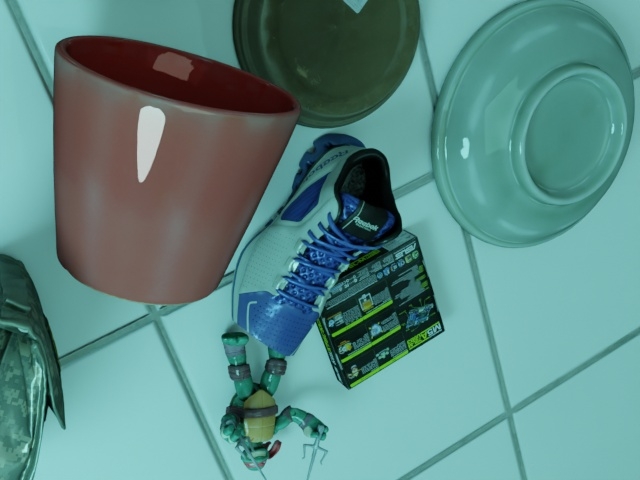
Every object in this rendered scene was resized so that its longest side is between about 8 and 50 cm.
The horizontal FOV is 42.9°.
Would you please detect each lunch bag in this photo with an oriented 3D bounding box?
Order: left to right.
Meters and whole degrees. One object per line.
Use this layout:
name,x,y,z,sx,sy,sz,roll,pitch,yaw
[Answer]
lunch bag,-0.379,0.173,0.909,0.169,0.235,0.287,21,97,-26

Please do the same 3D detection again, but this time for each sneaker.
sneaker,0.001,-0.001,1.060,0.127,0.182,0.315,27,85,-22

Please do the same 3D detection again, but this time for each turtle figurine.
turtle figurine,-0.085,0.246,1.160,0.175,0.118,0.234,-4,92,-45

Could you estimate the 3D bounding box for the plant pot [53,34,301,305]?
plant pot,-0.181,-0.076,0.929,0.275,0.275,0.243,5,113,-29

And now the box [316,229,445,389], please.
box,0.086,0.106,1.244,0.191,0.045,0.184,-29,120,-17

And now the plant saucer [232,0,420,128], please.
plant saucer,0.020,-0.283,1.078,0.278,0.041,0.277,-9,110,-24

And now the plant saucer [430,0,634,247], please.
plant saucer,0.361,-0.168,1.261,0.401,0.100,0.400,-9,111,-24
